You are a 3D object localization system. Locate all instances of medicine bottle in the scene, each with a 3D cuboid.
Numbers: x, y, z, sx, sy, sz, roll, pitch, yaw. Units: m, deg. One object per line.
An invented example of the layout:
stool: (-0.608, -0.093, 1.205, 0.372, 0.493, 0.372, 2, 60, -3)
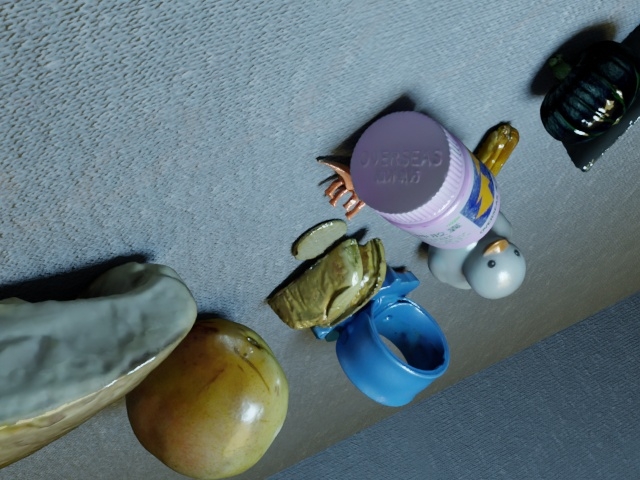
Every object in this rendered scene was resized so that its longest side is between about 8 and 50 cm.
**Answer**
medicine bottle: (0.182, -0.094, 1.385, 0.178, 0.178, 0.291, -37, 156, 14)

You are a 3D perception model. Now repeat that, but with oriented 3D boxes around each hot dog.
hot dog: (0.328, -0.160, 1.591, 0.071, 0.045, 0.165, -17, 153, -24)

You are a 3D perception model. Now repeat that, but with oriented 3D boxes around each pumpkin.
pumpkin: (0.470, -0.255, 1.437, 0.194, 0.150, 0.194, -27, 155, -14)

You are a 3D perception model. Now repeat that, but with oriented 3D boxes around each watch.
watch: (0.135, 0.227, 1.849, 0.305, 0.274, 0.241, -11, 151, -48)

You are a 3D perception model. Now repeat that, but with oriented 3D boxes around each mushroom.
mushroom: (-0.378, 0.196, 1.250, 0.398, 0.224, 0.313, -19, 152, -27)

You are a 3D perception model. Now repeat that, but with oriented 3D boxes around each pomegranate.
pomegranate: (-0.219, 0.305, 1.578, 0.319, 0.319, 0.319, -25, 156, -12)

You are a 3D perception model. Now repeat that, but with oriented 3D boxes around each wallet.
wallet: (0.542, -0.265, 1.513, 0.030, 0.146, 0.285, 7, 138, -35)

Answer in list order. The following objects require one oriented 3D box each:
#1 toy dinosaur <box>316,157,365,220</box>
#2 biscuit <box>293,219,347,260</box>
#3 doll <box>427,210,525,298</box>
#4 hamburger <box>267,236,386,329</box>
toy dinosaur: (0.068, -0.084, 1.424, 0.101, 0.055, 0.279, -45, 154, 5)
biscuit: (0.000, 0.000, 1.561, 0.120, 0.015, 0.120, -26, 156, -12)
doll: (0.359, 0.044, 1.832, 0.221, 0.221, 0.251, -23, 156, -16)
hamburger: (0.030, 0.096, 1.648, 0.262, 0.130, 0.124, -40, 160, 31)
